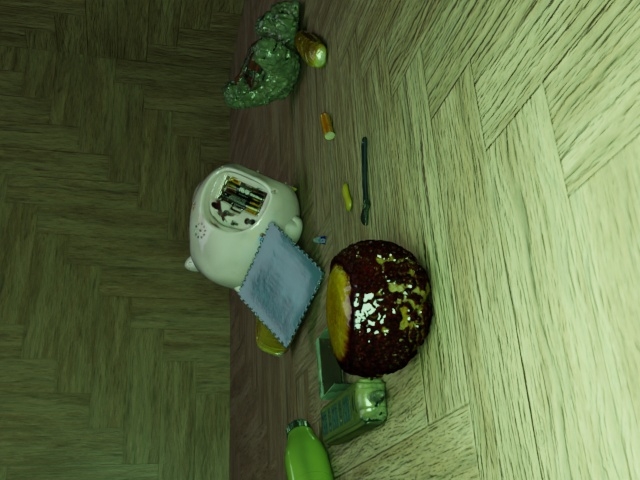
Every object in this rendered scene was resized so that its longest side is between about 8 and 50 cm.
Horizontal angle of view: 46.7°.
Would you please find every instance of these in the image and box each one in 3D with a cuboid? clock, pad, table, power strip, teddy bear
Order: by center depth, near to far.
[{"bbox_3d":[0.065,0.362,1.562,0.387,0.066,0.092,123,145,-63],"label":"power strip"},{"bbox_3d":[0.027,0.298,1.741,0.175,0.062,0.146,119,151,-54],"label":"table"},{"bbox_3d":[-0.117,0.123,2.090,0.269,0.012,0.269,45,118,36],"label":"pad"},{"bbox_3d":[-0.251,-0.039,2.275,0.377,0.368,0.250,-66,-18,1],"label":"clock"},{"bbox_3d":[-0.173,-0.646,2.490,0.357,0.224,0.367,-39,46,53],"label":"teddy bear"}]

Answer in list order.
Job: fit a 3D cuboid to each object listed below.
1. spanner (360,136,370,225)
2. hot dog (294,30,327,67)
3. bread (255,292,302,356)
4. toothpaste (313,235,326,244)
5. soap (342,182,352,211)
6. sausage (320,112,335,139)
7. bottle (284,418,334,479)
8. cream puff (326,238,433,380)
[{"bbox_3d":[0.098,-0.132,1.650,0.046,0.012,0.208,129,142,-69],"label":"spanner"},{"bbox_3d":[-0.033,-0.568,2.197,0.286,0.061,0.088,-119,23,-68],"label":"hot dog"},{"bbox_3d":[-0.123,0.223,2.247,0.288,0.119,0.152,109,162,-45],"label":"bread"},{"bbox_3d":[0.000,0.000,2.019,0.083,0.015,0.024,176,98,-70],"label":"toothpaste"},{"bbox_3d":[0.064,-0.104,1.781,0.089,0.012,0.034,-101,20,-46],"label":"soap"},{"bbox_3d":[0.016,-0.309,1.985,0.107,0.031,0.031,-103,21,-46],"label":"sausage"},{"bbox_3d":[-0.033,0.546,1.813,0.260,0.112,0.112,-111,28,-59],"label":"bottle"},{"bbox_3d":[0.099,0.116,1.267,0.239,0.165,0.239,179,90,-78],"label":"cream puff"}]
